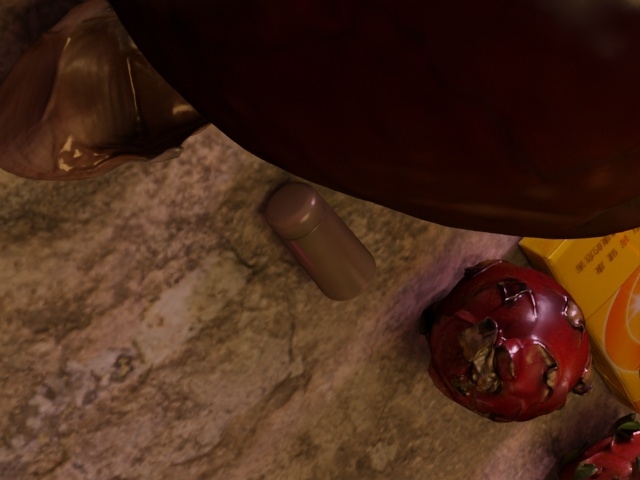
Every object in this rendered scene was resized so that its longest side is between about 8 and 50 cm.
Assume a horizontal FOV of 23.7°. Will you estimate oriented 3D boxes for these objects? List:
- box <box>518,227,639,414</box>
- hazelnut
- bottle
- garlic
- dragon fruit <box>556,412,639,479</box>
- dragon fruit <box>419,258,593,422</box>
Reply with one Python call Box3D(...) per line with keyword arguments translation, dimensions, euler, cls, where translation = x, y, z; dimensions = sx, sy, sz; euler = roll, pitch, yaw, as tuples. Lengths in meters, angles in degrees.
Box3D(translation=(0.276, 0.029, 1.322), dimensions=(0.152, 0.043, 0.269), euler=(-47, 135, -7), cls="box")
Box3D(translation=(0.064, -0.203, 0.744), dimensions=(0.402, 0.429, 0.402), euler=(-11, 149, -7), cls="hazelnut")
Box3D(translation=(0.000, 0.000, 1.068), dimensions=(0.045, 0.045, 0.096), euler=(-47, 134, -8), cls="bottle")
Box3D(translation=(-0.106, -0.090, 0.876), dimensions=(0.174, 0.124, 0.099), euler=(-25, 94, -36), cls="garlic")
Box3D(translation=(0.276, 0.257, 1.412), dimensions=(0.137, 0.135, 0.236), euler=(-20, 148, -29), cls="dragon fruit")
Box3D(translation=(0.163, 0.090, 1.216), dimensions=(0.246, 0.125, 0.125), euler=(28, 77, -56), cls="dragon fruit")
